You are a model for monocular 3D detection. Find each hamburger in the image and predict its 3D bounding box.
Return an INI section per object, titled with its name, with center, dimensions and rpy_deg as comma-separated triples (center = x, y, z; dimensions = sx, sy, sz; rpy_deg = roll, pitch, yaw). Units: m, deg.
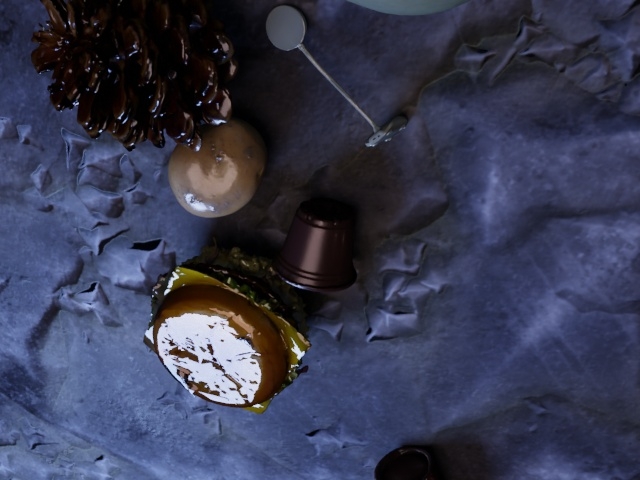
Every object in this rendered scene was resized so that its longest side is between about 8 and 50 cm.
[hamburger]
center = -0.123, 0.123, 1.105
dimensions = 0.243, 0.139, 0.262
rpy_deg = 35, 127, -2

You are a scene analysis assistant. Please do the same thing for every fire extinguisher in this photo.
[fire extinguisher]
center = 0.172, 0.448, 1.247
dimensions = 0.104, 0.105, 0.269
rpy_deg = -9, 118, 26

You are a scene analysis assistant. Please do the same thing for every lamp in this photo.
[lamp]
center = 0.017, -0.190, 0.914
dimensions = 0.198, 0.056, 0.050
rpy_deg = 49, 127, -1

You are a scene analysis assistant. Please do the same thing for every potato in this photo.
[potato]
center = -0.130, -0.090, 0.987
dimensions = 0.112, 0.112, 0.147
rpy_deg = 42, 118, -10

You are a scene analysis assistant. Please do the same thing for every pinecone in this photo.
[pinecone]
center = -0.208, -0.200, 0.874
dimensions = 0.221, 0.221, 0.222
rpy_deg = 10, 126, 14

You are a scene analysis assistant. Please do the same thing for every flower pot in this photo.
[flower pot]
center = 0.000, 0.000, 1.004
dimensions = 0.111, 0.111, 0.089
rpy_deg = 16, 116, 10

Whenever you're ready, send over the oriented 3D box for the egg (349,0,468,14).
[egg]
center = 0.035, -0.349, 0.649
dimensions = 0.258, 0.258, 0.352
rpy_deg = -31, 106, 34
